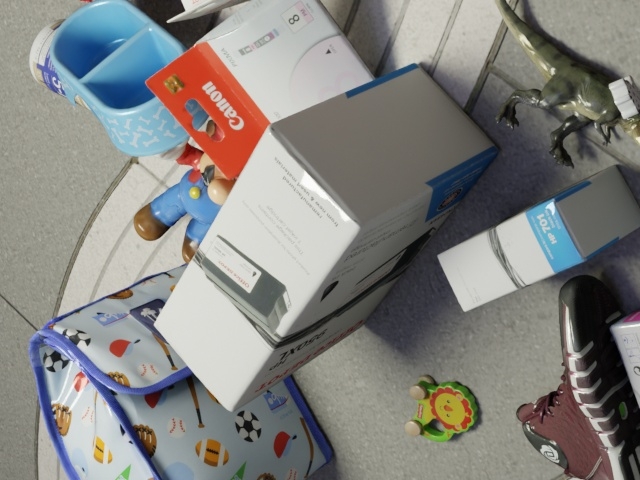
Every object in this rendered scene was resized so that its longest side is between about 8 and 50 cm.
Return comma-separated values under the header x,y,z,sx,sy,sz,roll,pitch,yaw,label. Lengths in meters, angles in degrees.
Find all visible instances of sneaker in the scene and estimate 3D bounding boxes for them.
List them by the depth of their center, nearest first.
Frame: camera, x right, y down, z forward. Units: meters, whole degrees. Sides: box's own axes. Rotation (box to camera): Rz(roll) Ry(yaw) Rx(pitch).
x,y,z,sx,sy,sz,roll,pitch,yaw,label
0.293,0.178,1.567,0.162,0.106,0.282,-3,108,47,sneaker

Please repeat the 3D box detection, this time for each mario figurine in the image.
x,y,z,sx,sy,sz,roll,pitch,yaw,label
-0.157,-0.061,1.805,0.320,0.198,0.170,-46,54,50,mario figurine

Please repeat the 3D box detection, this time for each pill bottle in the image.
x,y,z,sx,sy,sz,roll,pitch,yaw,label
-0.332,-0.250,1.929,0.186,0.112,0.112,27,127,31,pill bottle

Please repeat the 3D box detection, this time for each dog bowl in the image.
x,y,z,sx,sy,sz,roll,pitch,yaw,label
-0.262,-0.231,1.759,0.297,0.166,0.074,42,170,40,dog bowl

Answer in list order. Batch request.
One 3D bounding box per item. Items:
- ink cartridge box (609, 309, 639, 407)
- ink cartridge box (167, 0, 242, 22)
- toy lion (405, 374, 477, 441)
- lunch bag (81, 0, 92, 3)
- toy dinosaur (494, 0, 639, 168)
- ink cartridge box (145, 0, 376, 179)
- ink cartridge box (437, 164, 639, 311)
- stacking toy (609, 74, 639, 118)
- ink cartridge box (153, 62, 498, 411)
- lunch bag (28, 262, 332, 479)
x,y,z,sx,sy,sz,roll,pitch,yaw,label
0.483,0.150,1.405,0.311,0.065,0.186,-13,101,48,ink cartridge box
-0.101,-0.333,1.610,0.115,0.198,0.067,-16,99,45,ink cartridge box
0.167,0.233,1.765,0.096,0.034,0.100,21,124,25,toy lion
-0.275,-0.457,1.779,0.293,0.120,0.258,-19,100,48,lunch bag
0.269,-0.157,1.453,0.268,0.064,0.118,43,117,18,toy dinosaur
-0.067,-0.191,1.608,0.189,0.232,0.066,50,-175,-32,ink cartridge box
0.251,0.000,1.489,0.190,0.139,0.082,-27,89,46,ink cartridge box
0.413,-0.104,1.316,0.167,0.052,0.221,-25,93,27,stacking toy
0.000,0.000,1.618,0.166,0.285,0.395,48,135,14,ink cartridge box
-0.214,0.244,1.906,0.239,0.327,0.386,-32,85,42,lunch bag
